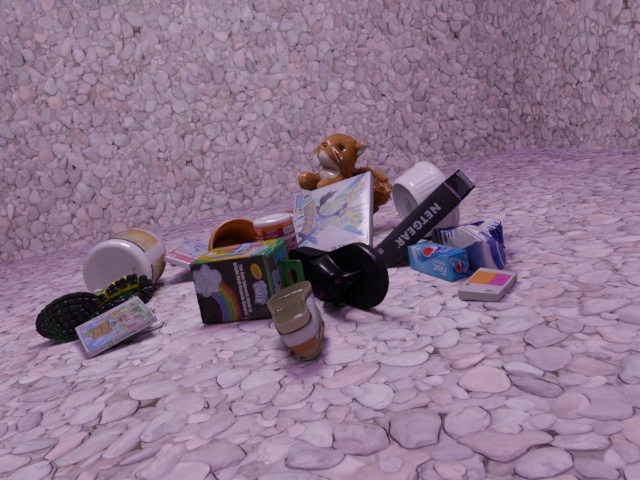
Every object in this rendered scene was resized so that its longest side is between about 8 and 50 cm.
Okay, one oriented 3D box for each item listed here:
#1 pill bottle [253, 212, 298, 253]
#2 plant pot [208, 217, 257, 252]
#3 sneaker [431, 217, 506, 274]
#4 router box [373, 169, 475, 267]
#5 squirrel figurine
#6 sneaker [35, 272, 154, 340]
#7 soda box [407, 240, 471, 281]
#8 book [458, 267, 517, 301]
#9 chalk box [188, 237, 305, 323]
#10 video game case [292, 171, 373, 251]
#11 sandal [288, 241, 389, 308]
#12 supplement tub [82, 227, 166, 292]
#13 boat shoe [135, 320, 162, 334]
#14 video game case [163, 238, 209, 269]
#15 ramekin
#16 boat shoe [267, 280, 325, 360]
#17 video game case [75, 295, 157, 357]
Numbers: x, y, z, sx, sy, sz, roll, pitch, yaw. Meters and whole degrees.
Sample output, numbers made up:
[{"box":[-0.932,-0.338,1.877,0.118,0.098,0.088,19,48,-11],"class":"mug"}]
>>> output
[{"box":[-0.125,0.036,1.747,0.121,0.221,0.121,-11,12,2],"class":"pill bottle"},{"box":[-0.303,0.038,2.028,0.205,0.205,0.188,-16,-3,-23],"class":"plant pot"},{"box":[0.453,-0.003,1.614,0.182,0.128,0.315,-16,10,-10],"class":"sneaker"},{"box":[0.324,-0.071,1.784,0.309,0.081,0.243,-46,-6,27],"class":"router box"},{"box":[0.089,-0.212,2.230,0.397,0.371,0.281,10,1,-42],"class":"squirrel figurine"},{"box":[-0.678,0.213,1.746,0.343,0.134,0.146,-19,-6,-28],"class":"sneaker"},{"box":[0.325,0.054,1.599,0.067,0.071,0.210,-15,12,-20],"class":"soda box"},{"box":[0.403,0.106,1.378,0.096,0.035,0.144,2,17,37],"class":"book"},{"box":[-0.177,0.106,1.575,0.288,0.180,0.179,-7,13,15],"class":"chalk box"},{"box":[0.034,-0.064,1.907,0.299,0.036,0.329,-17,45,24],"class":"video game case"},{"box":[0.018,0.100,1.482,0.107,0.168,0.445,-21,8,-30],"class":"sandal"},{"box":[-0.680,0.082,2.046,0.228,0.228,0.316,-11,11,1],"class":"supplement tub"},{"box":[-0.493,0.235,1.606,0.100,0.035,0.035,-15,12,-12],"class":"boat shoe"},{"box":[-0.456,0.063,2.207,0.204,0.025,0.285,17,13,1],"class":"video game case"},{"box":[0.361,-0.133,2.032,0.127,0.273,0.273,-27,15,-13],"class":"ramekin"},{"box":[-0.052,0.177,1.298,0.113,0.103,0.302,-23,12,5],"class":"boat shoe"},{"box":[-0.568,0.232,1.591,0.193,0.023,0.212,-29,23,-23],"class":"video game case"}]
